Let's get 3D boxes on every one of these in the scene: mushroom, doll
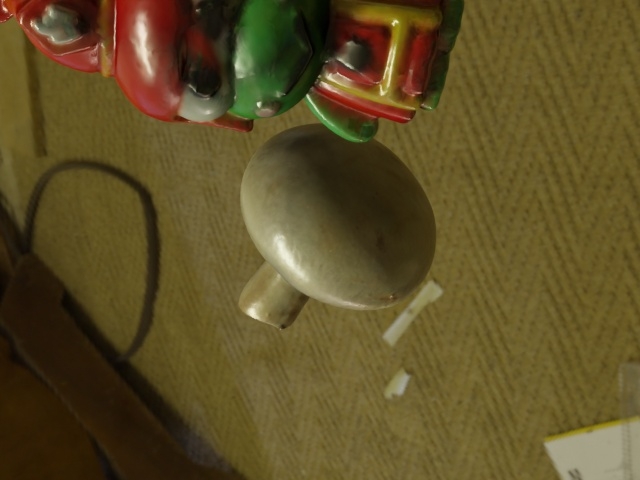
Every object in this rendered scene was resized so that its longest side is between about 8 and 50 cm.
[{"bbox_3d":[0.000,0.000,0.937,0.207,0.207,0.215,48,117,21],"label":"mushroom"},{"bbox_3d":[-0.077,-0.174,0.714,0.160,0.363,0.182,-104,20,-50],"label":"doll"}]
